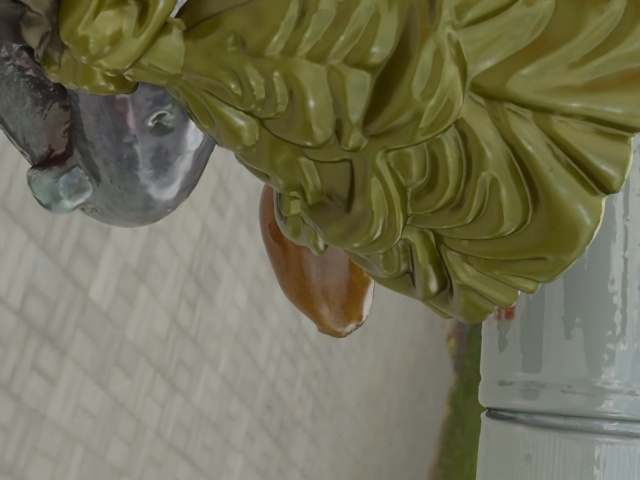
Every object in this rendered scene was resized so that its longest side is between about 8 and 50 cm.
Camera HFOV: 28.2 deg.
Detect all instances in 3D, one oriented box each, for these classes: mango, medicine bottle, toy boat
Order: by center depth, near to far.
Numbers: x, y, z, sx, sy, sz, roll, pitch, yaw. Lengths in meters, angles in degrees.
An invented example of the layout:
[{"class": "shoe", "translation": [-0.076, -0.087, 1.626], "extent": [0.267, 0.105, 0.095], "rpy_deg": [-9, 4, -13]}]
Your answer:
[{"class": "toy boat", "translation": [-0.133, -0.101, 0.581], "extent": [0.085, 0.155, 0.227], "rpy_deg": [-41, 119, -31]}, {"class": "medicine bottle", "translation": [0.227, 0.058, 1.037], "extent": [0.190, 0.190, 0.332], "rpy_deg": [28, 66, -74]}, {"class": "mango", "translation": [0.003, -0.003, 1.062], "extent": [0.105, 0.084, 0.159], "rpy_deg": [6, 59, -51]}]

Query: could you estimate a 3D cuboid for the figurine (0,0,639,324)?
[{"class": "figurine", "translation": [-0.062, -0.082, 0.456], "extent": [0.187, 0.315, 0.168], "rpy_deg": [-178, -79, -69]}]
